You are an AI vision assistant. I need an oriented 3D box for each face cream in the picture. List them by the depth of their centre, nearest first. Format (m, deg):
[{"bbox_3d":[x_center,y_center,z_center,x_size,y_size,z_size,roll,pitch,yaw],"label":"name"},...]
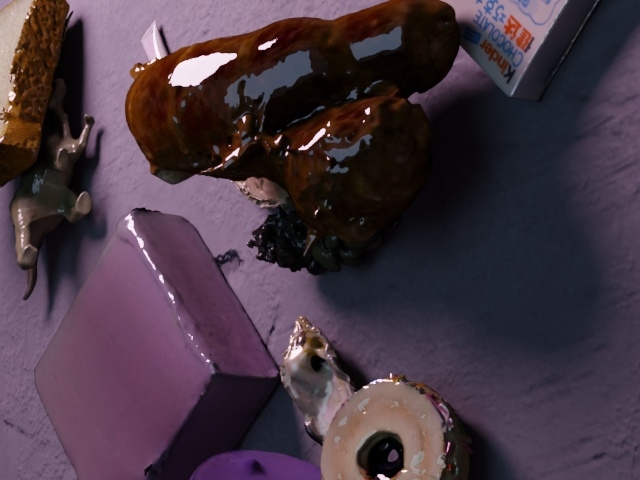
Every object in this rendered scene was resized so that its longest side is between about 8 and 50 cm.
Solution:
[{"bbox_3d":[-0.199,-0.222,2.084,0.038,0.020,0.115,-50,48,35],"label":"face cream"}]

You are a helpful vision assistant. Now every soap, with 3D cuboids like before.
[{"bbox_3d":[-0.206,0.159,1.984,0.296,0.107,0.285,-55,49,29],"label":"soap"}]

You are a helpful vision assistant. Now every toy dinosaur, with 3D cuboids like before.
[{"bbox_3d":[-0.356,-0.069,2.211,0.162,0.077,0.294,-1,69,63],"label":"toy dinosaur"}]

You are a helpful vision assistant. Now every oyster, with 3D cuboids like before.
[{"bbox_3d":[0.000,0.158,1.788,0.146,0.045,0.121,22,100,41],"label":"oyster"}]

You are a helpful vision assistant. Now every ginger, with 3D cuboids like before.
[{"bbox_3d":[-0.044,-0.107,1.710,0.418,0.176,0.254,-3,76,37],"label":"ginger"}]

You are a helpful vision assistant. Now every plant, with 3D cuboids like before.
[{"bbox_3d":[0.000,0.000,1.789,0.174,0.085,0.087,-5,106,44],"label":"plant"}]

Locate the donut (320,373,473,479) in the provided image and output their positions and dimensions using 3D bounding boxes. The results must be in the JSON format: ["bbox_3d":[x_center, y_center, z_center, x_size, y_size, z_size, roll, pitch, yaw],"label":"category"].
[{"bbox_3d":[0.077,0.221,1.658,0.175,0.068,0.174,-14,66,34],"label":"donut"}]

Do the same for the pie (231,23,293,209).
[{"bbox_3d":[-0.056,-0.131,1.882,0.185,0.052,0.218,-45,57,34],"label":"pie"}]

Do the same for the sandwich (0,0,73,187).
[{"bbox_3d":[-0.424,-0.190,2.248,0.226,0.087,0.251,-22,50,46],"label":"sandwich"}]

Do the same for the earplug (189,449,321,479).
[{"bbox_3d":[-0.099,0.460,1.758,0.215,0.215,0.456,42,120,43],"label":"earplug"}]

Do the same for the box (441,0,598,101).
[{"bbox_3d":[0.187,-0.317,1.620,0.273,0.048,0.265,54,125,37],"label":"box"}]
